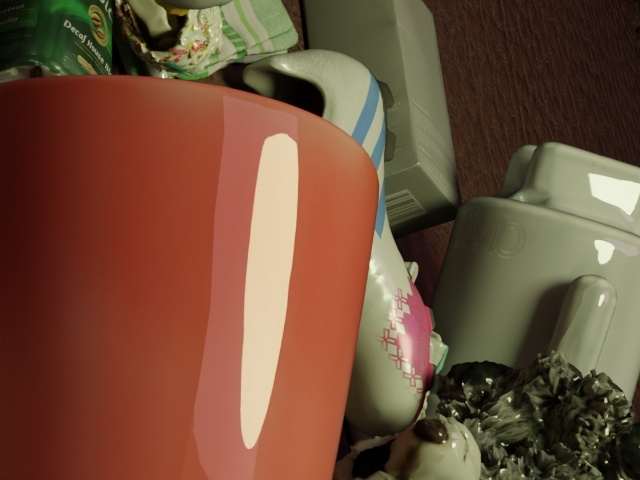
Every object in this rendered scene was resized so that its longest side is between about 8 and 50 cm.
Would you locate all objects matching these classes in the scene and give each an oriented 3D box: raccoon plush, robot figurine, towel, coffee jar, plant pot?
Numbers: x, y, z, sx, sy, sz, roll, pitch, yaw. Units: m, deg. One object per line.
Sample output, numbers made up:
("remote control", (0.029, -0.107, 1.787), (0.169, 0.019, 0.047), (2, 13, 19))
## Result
("raccoon plush", (0.130, 0.299, 1.394), (0.299, 0.216, 0.446), (-33, 118, -32))
("robot figurine", (0.194, 0.092, 1.666), (0.300, 0.199, 0.354), (168, -62, -84))
("towel", (-0.115, -0.250, 1.467), (0.248, 0.038, 0.325), (70, 21, -6))
("coffee jar", (-0.175, -0.147, 1.168), (0.096, 0.079, 0.184), (50, 30, -46))
("plant pot", (-0.104, 0.077, 0.956), (0.275, 0.274, 0.243), (36, 51, -58))

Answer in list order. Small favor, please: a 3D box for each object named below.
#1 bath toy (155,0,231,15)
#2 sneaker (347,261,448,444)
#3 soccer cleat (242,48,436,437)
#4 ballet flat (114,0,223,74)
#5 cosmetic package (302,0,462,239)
("bath toy", (-0.158, -0.261, 1.089), (0.348, 0.129, 0.151), (34, 41, -30))
("sneaker", (0.071, 0.120, 1.568), (0.080, 0.094, 0.212), (15, 60, -68))
("soccer cleat", (0.000, 0.000, 1.496), (0.143, 0.116, 0.331), (7, 68, -44))
("ballet flat", (-0.128, -0.230, 1.271), (0.077, 0.091, 0.241), (-40, 110, -72))
("cosmetic package", (0.058, -0.134, 1.734), (0.127, 0.107, 0.238), (44, 32, -54))
